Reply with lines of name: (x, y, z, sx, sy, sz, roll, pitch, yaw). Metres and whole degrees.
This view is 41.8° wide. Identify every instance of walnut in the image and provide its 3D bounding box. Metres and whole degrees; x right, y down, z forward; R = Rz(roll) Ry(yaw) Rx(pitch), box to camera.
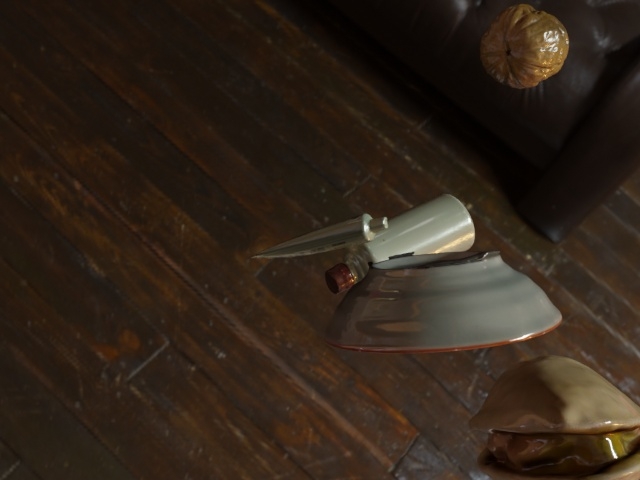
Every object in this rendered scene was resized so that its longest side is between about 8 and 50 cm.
walnut: (0.381, -0.361, 1.558, 0.155, 0.155, 0.184, 45, 33, 12)

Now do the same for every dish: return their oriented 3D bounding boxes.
dish: (0.127, 0.055, 0.921, 0.260, 0.260, 0.085, -8, 95, -25)

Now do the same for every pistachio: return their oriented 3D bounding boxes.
pistachio: (0.291, 0.235, 0.995, 0.214, 0.318, 0.193, -12, 84, 4)

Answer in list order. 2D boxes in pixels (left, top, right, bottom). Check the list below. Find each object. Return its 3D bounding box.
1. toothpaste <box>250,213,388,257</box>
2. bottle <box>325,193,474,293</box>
toothpaste: (0.000, 0.000, 1.218, 0.064, 0.218, 0.041, 1, 76, -60)
bottle: (0.116, 0.016, 1.301, 0.245, 0.104, 0.104, -25, 68, -24)
